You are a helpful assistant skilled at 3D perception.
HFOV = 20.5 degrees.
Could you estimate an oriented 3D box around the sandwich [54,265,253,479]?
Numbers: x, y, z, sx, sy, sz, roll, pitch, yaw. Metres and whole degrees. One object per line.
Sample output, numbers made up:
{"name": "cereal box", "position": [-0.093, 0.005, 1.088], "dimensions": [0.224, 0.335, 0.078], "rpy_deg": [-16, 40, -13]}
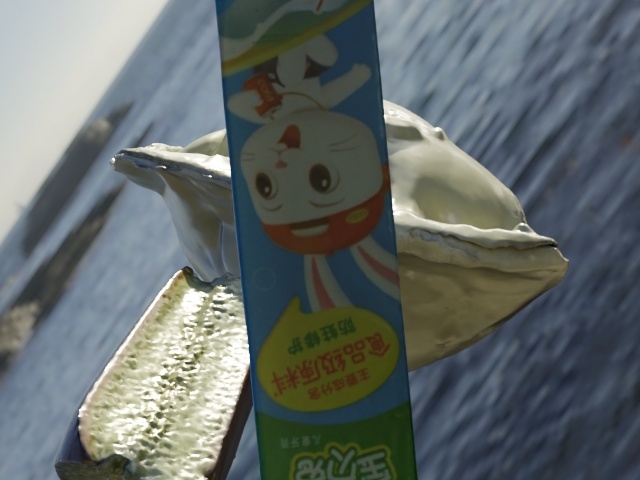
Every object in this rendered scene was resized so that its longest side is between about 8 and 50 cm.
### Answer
{"name": "sandwich", "position": [-0.092, 0.105, 1.068], "dimensions": [0.258, 0.094, 0.096], "rpy_deg": [-64, -4, -65]}

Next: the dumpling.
{"name": "dumpling", "position": [-0.006, -0.011, 1.350], "dimensions": [0.395, 0.315, 0.233], "rpy_deg": [20, 97, 54]}

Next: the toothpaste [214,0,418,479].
{"name": "toothpaste", "position": [0.000, 0.000, 0.696], "dimensions": [0.050, 0.065, 0.267], "rpy_deg": [-99, 4, -86]}
